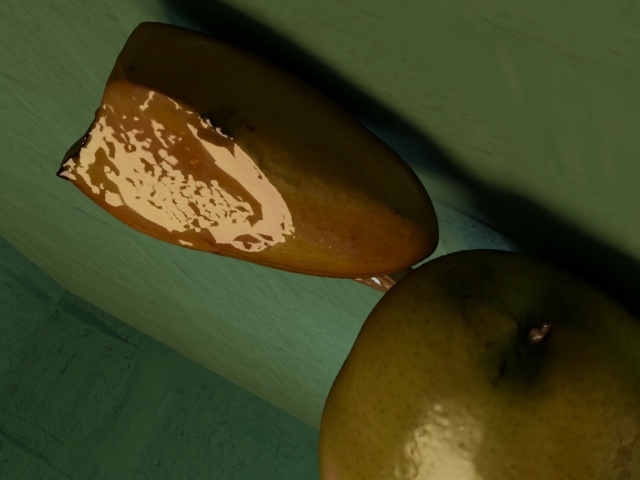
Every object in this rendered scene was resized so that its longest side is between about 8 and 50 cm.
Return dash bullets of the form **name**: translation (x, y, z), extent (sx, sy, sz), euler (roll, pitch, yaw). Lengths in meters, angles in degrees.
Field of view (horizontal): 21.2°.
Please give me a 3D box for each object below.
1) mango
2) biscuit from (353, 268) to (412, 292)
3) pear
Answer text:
- **mango**: translation (-0.038, -0.051, 1.207), extent (0.257, 0.138, 0.187), euler (28, 152, -8)
- **biscuit**: translation (0.000, 0.000, 1.629), extent (0.220, 0.029, 0.142), euler (29, 169, 15)
- **pear**: translation (0.132, 0.149, 1.269), extent (0.285, 0.285, 0.336), euler (24, 171, 33)
